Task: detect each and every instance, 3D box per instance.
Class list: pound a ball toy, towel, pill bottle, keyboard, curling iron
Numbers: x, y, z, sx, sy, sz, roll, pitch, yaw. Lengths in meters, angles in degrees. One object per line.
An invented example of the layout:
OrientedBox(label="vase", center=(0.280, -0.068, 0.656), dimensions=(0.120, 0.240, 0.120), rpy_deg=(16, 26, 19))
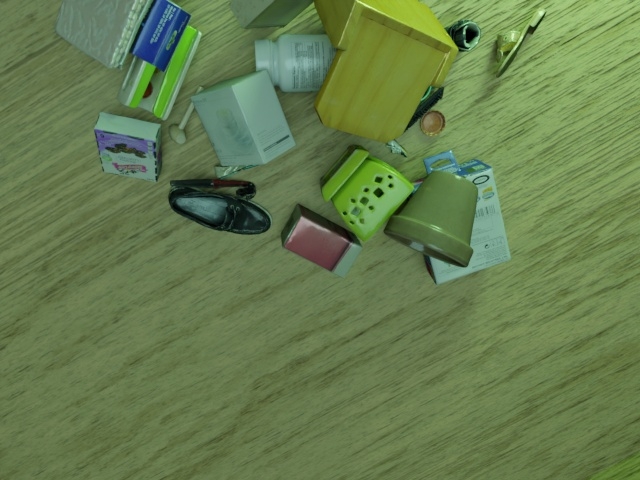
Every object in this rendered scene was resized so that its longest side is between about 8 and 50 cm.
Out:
OrientedBox(label="pound a ball toy", center=(-0.445, -0.468, 1.442), dimensions=(0.208, 0.135, 0.319), rpy_deg=(15, 107, -43))
OrientedBox(label="towel", center=(-0.542, -0.637, 1.276), dimensions=(0.317, 0.053, 0.332), rpy_deg=(36, 104, 27))
OrientedBox(label="pill bottle", center=(-0.044, -0.510, 1.439), dimensions=(0.282, 0.160, 0.161), rpy_deg=(-3, 110, -5))
OrientedBox(label="keyboard", center=(0.312, -0.397, 1.555), dimensions=(0.180, 0.108, 0.023), rpy_deg=(-41, 84, 3))
OrientedBox(label="curling iron", center=(-0.324, -0.168, 1.546), dimensions=(0.273, 0.068, 0.035), rpy_deg=(5, 134, -27))

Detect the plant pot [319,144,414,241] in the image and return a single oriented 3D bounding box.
OrientedBox(label="plant pot", center=(0.126, -0.165, 1.554), dimensions=(0.207, 0.227, 0.228), rpy_deg=(40, 101, -12))

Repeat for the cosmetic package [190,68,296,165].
OrientedBox(label="cosmetic package", center=(-0.221, -0.341, 1.421), dimensions=(0.138, 0.224, 0.225), rpy_deg=(-38, 119, -33))

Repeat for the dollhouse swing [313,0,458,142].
OrientedBox(label="dollhouse swing", center=(0.129, -0.499, 1.360), dimensions=(0.346, 0.315, 0.305), rpy_deg=(7, 139, -33))

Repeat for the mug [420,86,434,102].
OrientedBox(label="mug", center=(0.272, -0.456, 1.515), dimensions=(0.157, 0.097, 0.130), rpy_deg=(22, 83, -3))

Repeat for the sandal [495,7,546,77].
OrientedBox(label="sandal", center=(0.585, -0.617, 1.534), dimensions=(0.079, 0.088, 0.240), rpy_deg=(38, 95, 15))

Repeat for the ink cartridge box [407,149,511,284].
OrientedBox(label="ink cartridge box", center=(0.445, -0.090, 1.650), dimensions=(0.269, 0.151, 0.396), rpy_deg=(-19, 111, 2))

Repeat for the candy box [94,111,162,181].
OrientedBox(label="candy box", center=(-0.554, -0.267, 1.458), dimensions=(0.164, 0.070, 0.196), rpy_deg=(10, 148, -10))

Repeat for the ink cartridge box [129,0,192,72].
OrientedBox(label="ink cartridge box", center=(-0.485, -0.586, 1.305), dimensions=(0.332, 0.065, 0.165), rpy_deg=(37, 104, 26))

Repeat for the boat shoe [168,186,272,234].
OrientedBox(label="boat shoe", center=(-0.317, -0.087, 1.582), dimensions=(0.340, 0.113, 0.127), rpy_deg=(23, 105, -14))

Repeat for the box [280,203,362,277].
OrientedBox(label="box", center=(0.000, 0.000, 1.631), dimensions=(0.232, 0.149, 0.127), rpy_deg=(27, 103, -16))

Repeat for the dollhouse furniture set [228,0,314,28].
OrientedBox(label="dollhouse furniture set", center=(-0.192, -0.771, 1.283), dimensions=(0.362, 0.256, 0.394), rpy_deg=(-28, 100, 30))

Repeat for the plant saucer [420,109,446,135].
OrientedBox(label="plant saucer", center=(0.363, -0.379, 1.611), dimensions=(0.083, 0.013, 0.084), rpy_deg=(-2, 109, -6))

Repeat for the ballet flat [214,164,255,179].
OrientedBox(label="ballet flat", center=(-0.254, -0.242, 1.568), dimensions=(0.168, 0.057, 0.052), rpy_deg=(-20, 101, 0))

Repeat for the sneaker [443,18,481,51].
OrientedBox(label="sneaker", center=(0.353, -0.586, 1.459), dimensions=(0.226, 0.163, 0.086), rpy_deg=(-12, 112, -1))

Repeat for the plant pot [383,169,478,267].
OrientedBox(label="plant pot", center=(0.346, -0.075, 1.463), dimensions=(0.263, 0.263, 0.229), rpy_deg=(23, 88, -14))

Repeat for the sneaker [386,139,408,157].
OrientedBox(label="sneaker", center=(0.249, -0.295, 1.623), dimensions=(0.083, 0.032, 0.037), rpy_deg=(39, 115, -13))
